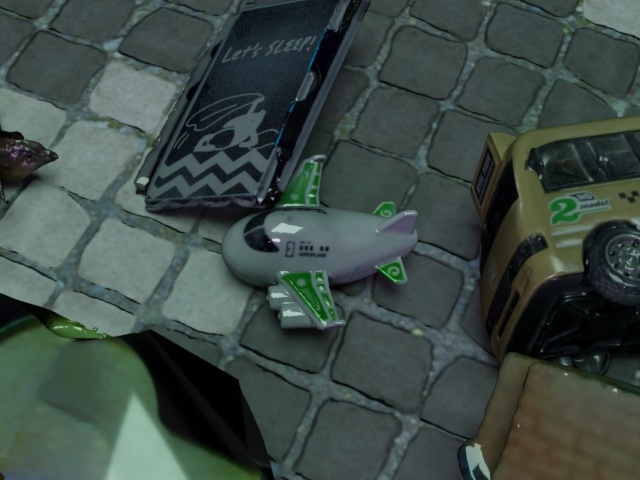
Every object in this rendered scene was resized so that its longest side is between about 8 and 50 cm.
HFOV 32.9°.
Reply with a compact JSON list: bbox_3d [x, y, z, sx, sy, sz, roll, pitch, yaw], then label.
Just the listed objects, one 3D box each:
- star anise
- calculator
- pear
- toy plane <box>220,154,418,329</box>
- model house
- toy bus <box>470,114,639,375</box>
[{"bbox_3d":[-0.319,-0.068,0.982,0.129,0.056,0.124,-36,56,-26],"label":"star anise"},{"bbox_3d":[-0.064,-0.140,1.028,0.166,0.028,0.274,1,54,33],"label":"calculator"},{"bbox_3d":[-0.227,0.233,0.744,0.399,0.165,0.399,2,58,-3],"label":"pear"},{"bbox_3d":[0.000,0.002,0.951,0.174,0.080,0.174,1,60,-2],"label":"toy plane"},{"bbox_3d":[0.241,0.256,0.742,0.312,0.245,0.280,18,90,36],"label":"model house"},{"bbox_3d":[0.312,-0.008,0.927,0.365,0.177,0.202,-8,57,-12],"label":"toy bus"}]
